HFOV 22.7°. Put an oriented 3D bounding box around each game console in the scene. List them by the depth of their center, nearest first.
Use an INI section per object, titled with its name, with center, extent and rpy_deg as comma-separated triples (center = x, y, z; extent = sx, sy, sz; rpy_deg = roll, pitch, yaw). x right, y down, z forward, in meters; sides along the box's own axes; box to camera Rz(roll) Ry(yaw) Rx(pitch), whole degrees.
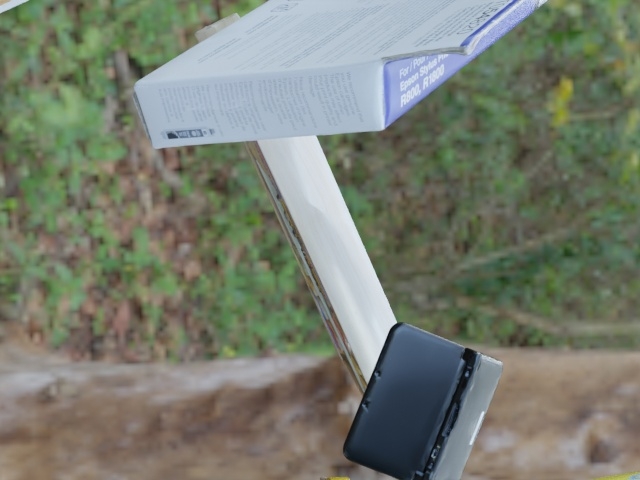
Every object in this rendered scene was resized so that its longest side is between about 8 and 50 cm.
[game console]
center = 0.088, 0.140, 1.330
extent = 0.107, 0.071, 0.122
rpy_deg = 24, 88, -64

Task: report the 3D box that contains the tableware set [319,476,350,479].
[tableware set]
center = 0.020, 0.287, 1.428
extent = 0.104, 0.024, 0.154
rpy_deg = 169, -85, -65

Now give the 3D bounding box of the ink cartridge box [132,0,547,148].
[ink cartridge box]
center = 0.044, -0.119, 0.901
extent = 0.223, 0.224, 0.045
rpy_deg = -40, 119, -45

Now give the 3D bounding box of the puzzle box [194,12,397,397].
[puzzle box]
center = 0.000, 0.000, 1.548
extent = 0.409, 0.052, 0.272
rpy_deg = 66, -4, -26

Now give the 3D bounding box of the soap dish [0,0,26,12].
[soap dish]
center = -0.284, -0.222, 0.962
extent = 0.229, 0.291, 0.118
rpy_deg = 54, -22, 21

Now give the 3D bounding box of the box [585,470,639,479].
[box]
center = 0.116, 0.316, 1.031
extent = 0.177, 0.290, 0.279
rpy_deg = -8, 85, -72
